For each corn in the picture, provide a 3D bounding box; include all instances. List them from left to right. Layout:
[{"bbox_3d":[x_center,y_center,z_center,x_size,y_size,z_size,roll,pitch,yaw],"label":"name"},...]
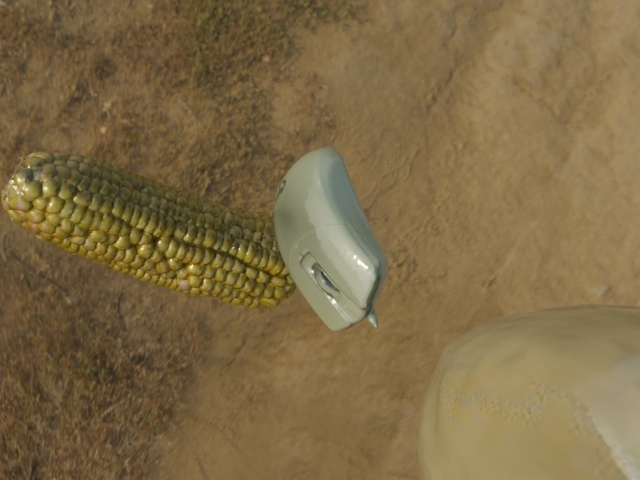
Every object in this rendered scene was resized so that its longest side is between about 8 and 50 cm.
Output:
[{"bbox_3d":[-0.140,-0.007,0.765,0.292,0.101,0.101,20,60,-32],"label":"corn"}]

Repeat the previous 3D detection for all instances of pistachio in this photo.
[{"bbox_3d":[0.169,0.128,0.489,0.226,0.332,0.207,-42,108,-13],"label":"pistachio"}]

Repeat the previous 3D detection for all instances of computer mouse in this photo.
[{"bbox_3d":[0.000,0.000,0.687,0.056,0.089,0.181,-1,49,-30],"label":"computer mouse"}]
